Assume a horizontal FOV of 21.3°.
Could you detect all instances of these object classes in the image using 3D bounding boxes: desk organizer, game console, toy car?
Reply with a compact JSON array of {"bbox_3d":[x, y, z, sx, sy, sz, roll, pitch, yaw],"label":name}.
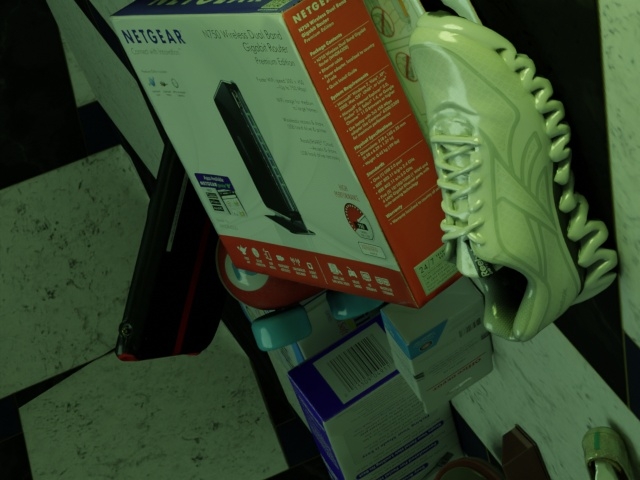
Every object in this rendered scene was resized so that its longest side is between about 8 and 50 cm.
[{"bbox_3d":[0.250,0.294,2.100,0.047,0.050,0.130,45,165,51],"label":"desk organizer"},{"bbox_3d":[-0.164,-0.037,2.180,0.060,0.387,0.342,13,-179,13],"label":"game console"},{"bbox_3d":[0.000,0.000,2.046,0.238,0.210,0.219,-11,100,66],"label":"toy car"}]

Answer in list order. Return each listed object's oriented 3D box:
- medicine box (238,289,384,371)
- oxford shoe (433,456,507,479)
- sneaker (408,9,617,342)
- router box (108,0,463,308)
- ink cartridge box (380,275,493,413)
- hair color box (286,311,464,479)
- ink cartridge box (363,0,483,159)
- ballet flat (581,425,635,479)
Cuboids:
[{"bbox_3d":[-0.025,0.077,2.499,0.289,0.149,0.263,50,168,42],"label":"medicine box"},{"bbox_3d":[0.289,0.420,2.232,0.348,0.123,0.130,55,-163,8],"label":"oxford shoe"},{"bbox_3d":[0.137,-0.045,1.339,0.110,0.118,0.292,14,139,53],"label":"sneaker"},{"bbox_3d":[-0.032,-0.100,1.604,0.335,0.082,0.301,10,131,57],"label":"router box"},{"bbox_3d":[0.135,0.114,1.942,0.060,0.104,0.180,52,168,31],"label":"ink cartridge box"},{"bbox_3d":[0.084,0.251,2.401,0.110,0.185,0.339,51,168,35],"label":"hair color box"},{"bbox_3d":[0.061,-0.186,1.536,0.308,0.091,0.385,60,153,-12],"label":"ink cartridge box"},{"bbox_3d":[0.297,0.262,1.716,0.052,0.057,0.168,-73,-38,-53],"label":"ballet flat"}]
